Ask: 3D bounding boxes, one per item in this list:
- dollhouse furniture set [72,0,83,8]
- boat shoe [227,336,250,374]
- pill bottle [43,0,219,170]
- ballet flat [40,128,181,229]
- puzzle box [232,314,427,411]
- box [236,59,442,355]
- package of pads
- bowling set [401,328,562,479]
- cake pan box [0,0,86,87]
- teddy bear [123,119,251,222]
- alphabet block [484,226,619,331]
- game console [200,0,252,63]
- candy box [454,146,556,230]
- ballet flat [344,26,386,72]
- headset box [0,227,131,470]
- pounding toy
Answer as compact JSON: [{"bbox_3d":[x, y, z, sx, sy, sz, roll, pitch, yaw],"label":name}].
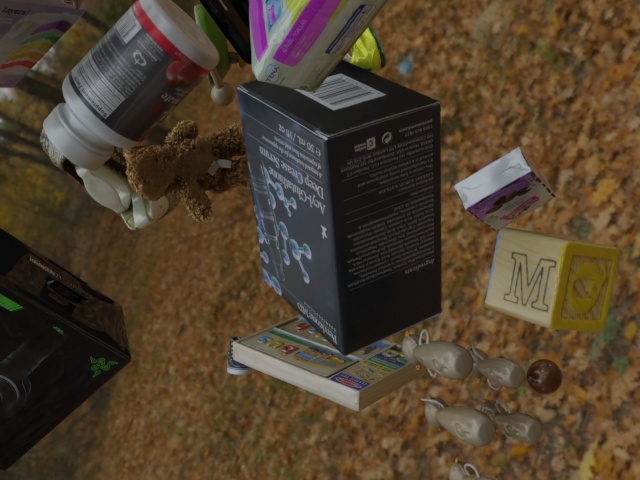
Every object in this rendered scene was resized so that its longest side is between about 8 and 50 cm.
[{"bbox_3d":[-0.452,-0.438,1.277,0.161,0.181,0.101,-110,35,-76],"label":"dollhouse furniture set"},{"bbox_3d":[-0.241,0.334,2.360,0.183,0.065,0.083,-158,72,-75],"label":"boat shoe"},{"bbox_3d":[-0.350,-0.280,1.470,0.318,0.176,0.176,-42,21,14],"label":"pill bottle"},{"bbox_3d":[-0.501,-0.128,2.024,0.164,0.483,0.182,-34,55,10],"label":"ballet flat"},{"bbox_3d":[0.019,0.282,1.973,0.408,0.272,0.052,14,112,39],"label":"puzzle box"},{"bbox_3d":[0.036,-0.065,1.370,0.293,0.211,0.396,37,141,50],"label":"box"},{"bbox_3d":[-0.002,-0.354,0.910,0.229,0.101,0.297,137,134,-55],"label":"package of pads"},{"bbox_3d":[0.264,0.251,1.262,0.154,0.199,0.287,5,111,65],"label":"bowling set"},{"bbox_3d":[-0.565,-0.348,1.352,0.245,0.070,0.267,-35,-9,28],"label":"cake pan box"},{"bbox_3d":[-0.293,-0.169,1.896,0.338,0.245,0.113,-34,6,-30],"label":"teddy bear"},{"bbox_3d":[0.513,0.085,1.806,0.197,0.192,0.194,17,100,56],"label":"alphabet block"},{"bbox_3d":[-0.178,-0.368,1.002,0.044,0.361,0.213,-17,39,29],"label":"game console"},{"bbox_3d":[0.416,-0.110,1.816,0.164,0.196,0.070,-32,62,21],"label":"candy box"},{"bbox_3d":[0.051,-0.392,1.477,0.077,0.077,0.231,83,171,-59],"label":"ballet flat"},{"bbox_3d":[-0.438,0.147,1.121,0.283,0.246,0.131,-40,38,9],"label":"headset box"},{"bbox_3d":[-0.211,-0.433,1.827,0.237,0.110,0.183,-105,5,-45],"label":"pounding toy"}]
